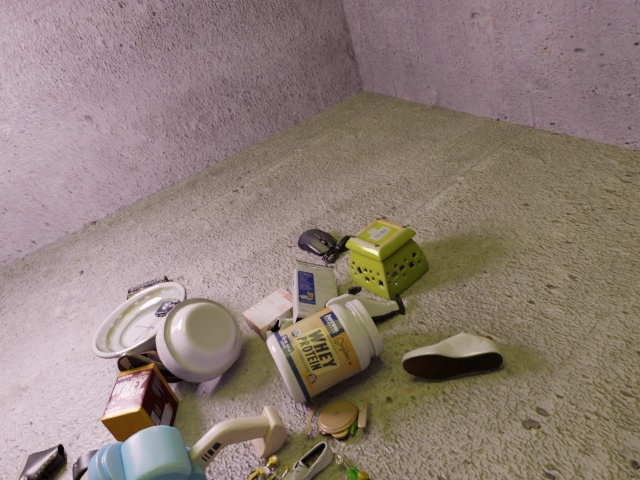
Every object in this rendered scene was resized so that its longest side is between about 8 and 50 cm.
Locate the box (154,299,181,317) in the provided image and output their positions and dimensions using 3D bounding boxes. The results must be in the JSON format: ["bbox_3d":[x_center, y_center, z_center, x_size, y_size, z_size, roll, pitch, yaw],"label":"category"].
[{"bbox_3d":[-0.557,0.250,1.859,0.083,0.018,0.067,-10,33,28],"label":"box"}]

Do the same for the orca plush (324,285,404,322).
[{"bbox_3d":[0.145,0.235,1.793,0.287,0.151,0.102,-15,-9,-17],"label":"orca plush"}]

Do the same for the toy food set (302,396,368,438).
[{"bbox_3d":[0.052,0.521,1.476,0.192,0.039,0.132,-14,24,19],"label":"toy food set"}]

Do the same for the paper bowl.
[{"bbox_3d":[-0.407,0.330,1.752,0.148,0.284,0.284,-47,9,42],"label":"paper bowl"}]

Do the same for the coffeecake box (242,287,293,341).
[{"bbox_3d":[-0.179,0.278,1.933,0.185,0.068,0.142,-34,35,-22],"label":"coffeecake box"}]

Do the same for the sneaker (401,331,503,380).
[{"bbox_3d":[0.385,0.340,1.520,0.290,0.106,0.123,-5,27,5],"label":"sneaker"}]

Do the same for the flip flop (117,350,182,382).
[{"bbox_3d":[-0.570,0.423,1.739,0.112,0.277,0.080,-39,50,23],"label":"flip flop"}]

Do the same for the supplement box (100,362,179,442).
[{"bbox_3d":[-0.567,0.540,1.620,0.129,0.191,0.194,-16,31,6],"label":"supplement box"}]

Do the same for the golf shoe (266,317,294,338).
[{"bbox_3d":[-0.120,0.309,1.840,0.176,0.086,0.069,-37,34,-29],"label":"golf shoe"}]

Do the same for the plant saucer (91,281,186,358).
[{"bbox_3d":[-0.677,0.325,1.957,0.400,0.101,0.400,-20,29,11],"label":"plant saucer"}]

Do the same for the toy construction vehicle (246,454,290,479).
[{"bbox_3d":[-0.140,0.644,1.391,0.098,0.035,0.086,-36,25,-30],"label":"toy construction vehicle"}]

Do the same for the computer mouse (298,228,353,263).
[{"bbox_3d":[0.000,0.000,2.261,0.272,0.072,0.188,17,47,43],"label":"computer mouse"}]

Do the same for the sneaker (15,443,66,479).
[{"bbox_3d":[-0.874,0.733,1.590,0.118,0.083,0.222,-25,31,-10],"label":"sneaker"}]

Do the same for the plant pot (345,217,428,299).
[{"bbox_3d":[0.243,0.053,1.923,0.228,0.207,0.227,-35,34,-25],"label":"plant pot"}]

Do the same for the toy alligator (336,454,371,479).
[{"bbox_3d":[0.106,0.612,1.289,0.051,0.056,0.189,13,13,-33],"label":"toy alligator"}]

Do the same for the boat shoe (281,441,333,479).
[{"bbox_3d":[-0.045,0.611,1.354,0.184,0.063,0.066,-30,33,-18],"label":"boat shoe"}]

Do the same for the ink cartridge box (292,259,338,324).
[{"bbox_3d":[-0.020,0.204,1.902,0.165,0.065,0.333,11,32,-10],"label":"ink cartridge box"}]

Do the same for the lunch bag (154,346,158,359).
[{"bbox_3d":[-0.506,0.393,1.915,0.219,0.090,0.176,-11,35,15],"label":"lunch bag"}]

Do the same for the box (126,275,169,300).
[{"bbox_3d":[-0.792,0.252,2.324,0.190,0.045,0.184,-20,34,-4],"label":"box"}]

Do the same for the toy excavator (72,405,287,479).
[{"bbox_3d":[-0.359,0.595,1.355,0.445,0.433,0.222,-48,38,4],"label":"toy excavator"}]

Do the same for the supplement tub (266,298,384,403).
[{"bbox_3d":[0.016,0.337,1.586,0.316,0.228,0.228,-26,32,-10],"label":"supplement tub"}]
